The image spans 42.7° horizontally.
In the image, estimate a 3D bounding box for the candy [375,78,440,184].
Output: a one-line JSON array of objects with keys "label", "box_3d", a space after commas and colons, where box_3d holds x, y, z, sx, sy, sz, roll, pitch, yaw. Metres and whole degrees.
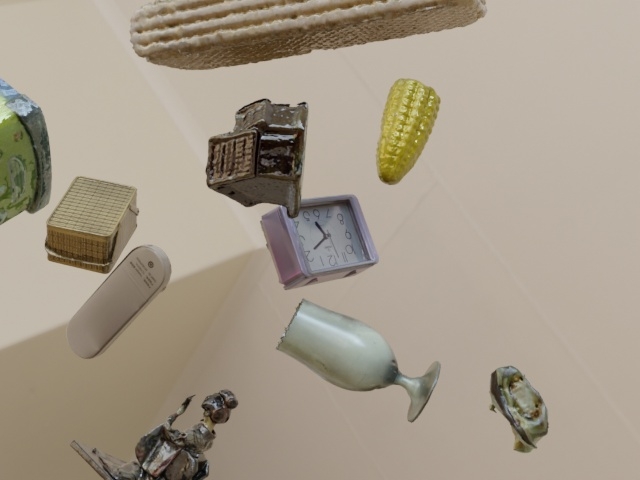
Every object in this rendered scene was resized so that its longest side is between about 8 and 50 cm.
[{"label": "candy", "box_3d": [0.149, -0.189, 1.469, 0.106, 0.094, 0.198, 140, -31, -69]}]

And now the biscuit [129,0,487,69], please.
[{"label": "biscuit", "box_3d": [-0.018, -0.276, 1.000, 0.426, 0.144, 0.078, -5, -88, 18]}]

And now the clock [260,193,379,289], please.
[{"label": "clock", "box_3d": [0.000, 0.001, 1.452, 0.073, 0.193, 0.144, -31, -105, 45]}]

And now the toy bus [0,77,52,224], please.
[{"label": "toy bus", "box_3d": [-0.408, -0.120, 0.728, 0.312, 0.190, 0.152, 38, -37, 12]}]

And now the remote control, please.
[{"label": "remote control", "box_3d": [-0.317, 0.098, 1.274, 0.245, 0.022, 0.077, -44, -100, 24]}]

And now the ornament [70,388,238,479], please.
[{"label": "ornament", "box_3d": [-0.204, 0.280, 1.167, 0.153, 0.196, 0.166, 34, -11, 31]}]

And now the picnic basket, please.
[{"label": "picnic basket", "box_3d": [-0.378, -0.028, 1.362, 0.115, 0.164, 0.079, 12, -53, -1]}]

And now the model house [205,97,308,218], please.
[{"label": "model house", "box_3d": [-0.095, -0.131, 1.244, 0.106, 0.152, 0.165, 119, -25, -74]}]

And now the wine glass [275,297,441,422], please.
[{"label": "wine glass", "box_3d": [0.046, 0.152, 1.060, 0.202, 0.093, 0.093, 26, -44, 1]}]

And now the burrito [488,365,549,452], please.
[{"label": "burrito", "box_3d": [0.358, 0.304, 1.464, 0.143, 0.089, 0.229, 64, 3, 20]}]
